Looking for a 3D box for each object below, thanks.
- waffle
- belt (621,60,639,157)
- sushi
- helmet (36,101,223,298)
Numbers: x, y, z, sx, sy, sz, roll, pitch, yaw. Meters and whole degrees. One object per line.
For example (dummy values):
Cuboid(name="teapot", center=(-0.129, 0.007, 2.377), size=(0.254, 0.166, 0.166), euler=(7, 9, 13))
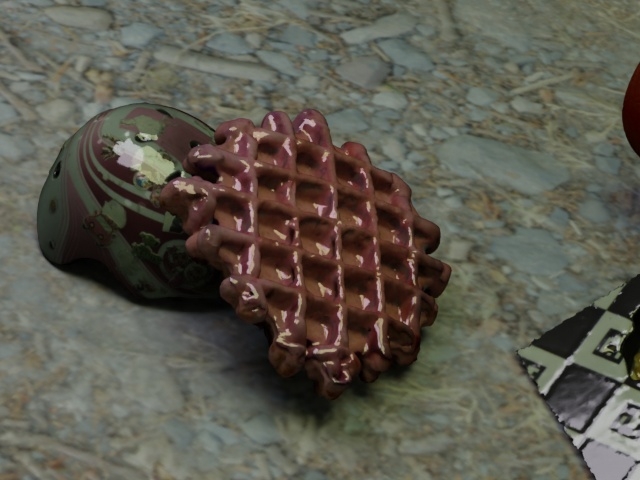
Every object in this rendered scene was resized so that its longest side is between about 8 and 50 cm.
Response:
Cuboid(name="waffle", center=(0.000, 0.000, 1.427), size=(0.221, 0.055, 0.234), euler=(52, 38, 5))
Cuboid(name="belt", center=(0.410, -0.126, 1.643), size=(0.324, 0.227, 0.115), euler=(-14, 47, -29))
Cuboid(name="sushi", center=(0.310, 0.118, 1.388), size=(0.264, 0.050, 0.290), euler=(-32, 44, -1))
Cuboid(name="helmet", center=(-0.118, -0.041, 1.471), size=(0.177, 0.107, 0.153), euler=(19, 34, 8))
